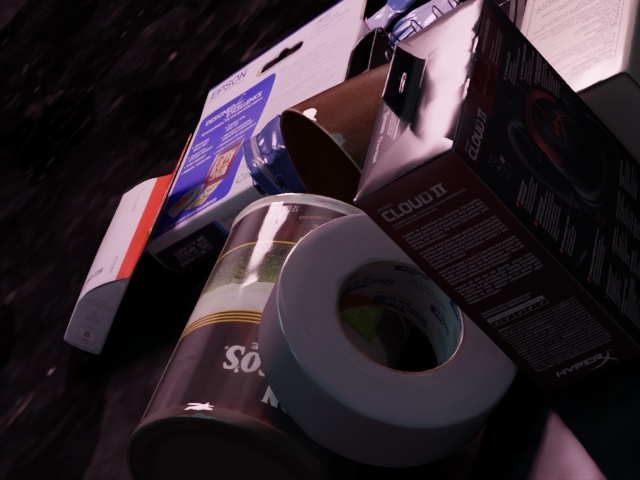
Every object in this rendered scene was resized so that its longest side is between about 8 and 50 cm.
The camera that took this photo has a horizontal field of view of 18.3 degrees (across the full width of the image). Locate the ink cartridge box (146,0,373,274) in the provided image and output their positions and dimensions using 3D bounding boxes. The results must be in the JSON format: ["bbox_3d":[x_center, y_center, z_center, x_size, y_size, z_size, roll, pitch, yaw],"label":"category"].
[{"bbox_3d":[-0.054,-0.133,2.406,0.303,0.072,0.307,-30,28,38],"label":"ink cartridge box"}]

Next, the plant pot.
[{"bbox_3d":[0.114,-0.102,1.969,0.230,0.215,0.215,-35,22,-14],"label":"plant pot"}]

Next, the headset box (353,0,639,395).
[{"bbox_3d":[0.157,-0.049,1.679,0.110,0.293,0.218,-28,31,33],"label":"headset box"}]

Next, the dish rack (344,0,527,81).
[{"bbox_3d":[0.146,-0.206,2.198,0.271,0.074,0.208,-31,29,29],"label":"dish rack"}]

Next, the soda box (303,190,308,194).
[{"bbox_3d":[0.000,0.000,2.118,0.071,0.067,0.210,-38,25,17],"label":"soda box"}]

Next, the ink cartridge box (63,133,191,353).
[{"bbox_3d":[-0.234,-0.004,2.389,0.189,0.066,0.232,-73,3,-45],"label":"ink cartridge box"}]

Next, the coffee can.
[{"bbox_3d":[-0.036,0.122,1.828,0.201,0.201,0.275,-22,34,41],"label":"coffee can"}]

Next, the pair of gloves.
[{"bbox_3d":[0.127,-0.290,2.419,0.159,0.023,0.198,-41,26,5],"label":"pair of gloves"}]

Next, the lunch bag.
[{"bbox_3d":[-0.045,-0.081,2.149,0.065,0.067,0.098,-39,26,14],"label":"lunch bag"}]

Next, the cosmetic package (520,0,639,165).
[{"bbox_3d":[0.279,-0.178,1.883,0.153,0.129,0.296,-25,31,35],"label":"cosmetic package"}]

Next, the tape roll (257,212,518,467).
[{"bbox_3d":[0.059,0.084,1.713,0.072,0.219,0.219,114,179,-51],"label":"tape roll"}]
